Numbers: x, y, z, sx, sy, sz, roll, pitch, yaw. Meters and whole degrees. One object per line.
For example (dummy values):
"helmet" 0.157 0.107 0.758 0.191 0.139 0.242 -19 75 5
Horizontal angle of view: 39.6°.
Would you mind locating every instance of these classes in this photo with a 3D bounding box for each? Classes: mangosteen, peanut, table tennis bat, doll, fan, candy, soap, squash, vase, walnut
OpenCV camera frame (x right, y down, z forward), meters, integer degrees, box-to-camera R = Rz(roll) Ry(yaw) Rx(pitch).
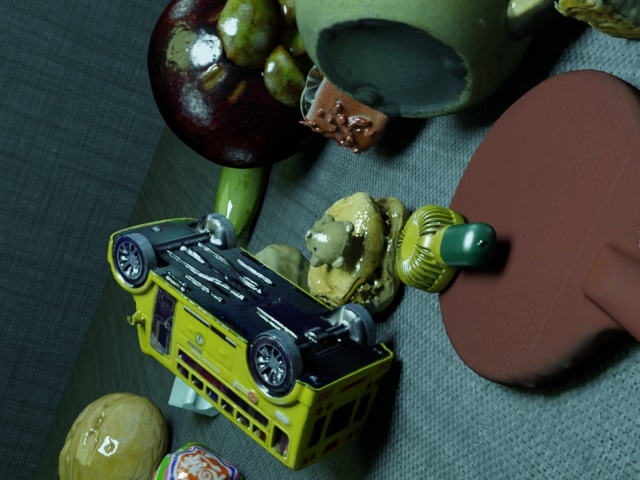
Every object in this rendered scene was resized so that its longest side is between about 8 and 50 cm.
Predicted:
"mangosteen" -0.091 -0.265 1.332 0.347 0.306 0.307 -8 63 52
"peanut" -0.054 0.098 1.147 0.125 0.111 0.275 -54 26 28
"table tennis bat" 0.191 0.003 0.690 0.268 0.051 0.415 -67 18 12
"doll" 0.009 0.003 0.970 0.093 0.051 0.062 -28 -46 -88
"fan" 0.112 0.004 0.805 0.155 0.039 0.082 170 117 -72
"candy" -0.211 0.409 1.321 0.365 0.124 0.124 119 161 -53
"soap" -0.185 0.187 1.475 0.119 0.066 0.198 -18 55 68
"squash" -0.141 -0.113 1.614 0.094 0.094 0.341 -41 33 54
"vase" 0.148 -0.291 0.872 0.329 0.241 0.302 1 62 37
"walnut" -0.369 0.383 1.615 0.195 0.195 0.222 -39 29 55

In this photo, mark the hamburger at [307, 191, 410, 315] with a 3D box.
"hamburger" 0.042 0.017 1.016 0.138 0.083 0.147 -20 54 58

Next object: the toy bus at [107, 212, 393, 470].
"toy bus" -0.094 0.097 0.971 0.331 0.145 0.151 32 121 32

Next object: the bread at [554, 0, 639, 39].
"bread" 0.240 -0.206 0.703 0.070 0.083 0.077 25 94 67

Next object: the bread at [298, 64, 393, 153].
"bread" 0.067 -0.214 1.105 0.224 0.142 0.212 -62 7 23
